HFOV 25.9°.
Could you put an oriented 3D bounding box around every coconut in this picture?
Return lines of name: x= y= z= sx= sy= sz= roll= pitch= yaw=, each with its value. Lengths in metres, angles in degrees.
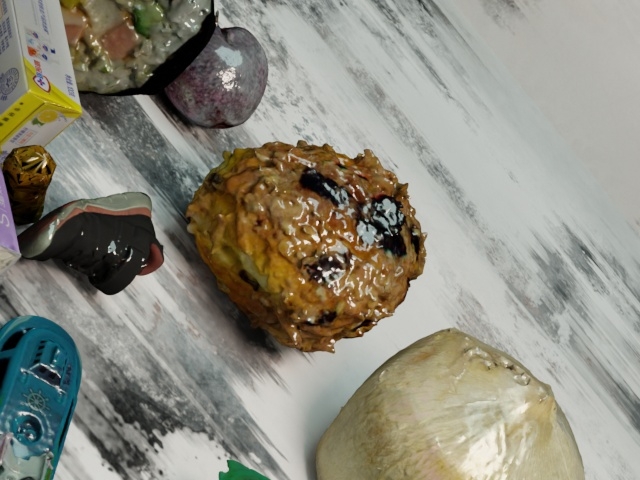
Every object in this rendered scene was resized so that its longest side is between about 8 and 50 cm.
coconut: x=0.218 y=0.322 z=2.108 sx=0.404 sy=0.404 sz=0.404 roll=35 pitch=34 yaw=-28

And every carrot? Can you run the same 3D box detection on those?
carrot: x=-0.392 y=-0.073 z=1.855 sx=0.069 sy=0.228 sz=0.069 roll=4 pitch=73 yaw=-14

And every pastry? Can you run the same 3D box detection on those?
pastry: x=-0.002 y=0.011 z=2.205 sx=0.405 sy=0.292 sz=0.337 roll=7 pitch=53 yaw=-46

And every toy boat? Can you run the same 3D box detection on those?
toy boat: x=-0.352 y=0.196 z=1.726 sx=0.134 sy=0.092 sz=0.299 roll=34 pitch=35 yaw=-23

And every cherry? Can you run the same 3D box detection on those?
cherry: x=-0.184 y=-0.283 z=2.392 sx=0.195 sy=0.195 sz=0.195 roll=35 pitch=34 yaw=-28

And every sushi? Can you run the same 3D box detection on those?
sushi: x=-0.323 y=-0.423 z=2.207 sx=0.329 sy=0.328 sz=0.285 roll=40 pitch=21 yaw=-19

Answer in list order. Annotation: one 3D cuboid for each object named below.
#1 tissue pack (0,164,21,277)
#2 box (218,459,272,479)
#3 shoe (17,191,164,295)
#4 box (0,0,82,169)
tissue pack: x=-0.529 y=-0.107 z=1.729 sx=0.242 sy=0.160 sz=0.338 roll=16 pitch=46 yaw=-47
box: x=-0.042 y=0.475 z=1.839 sx=0.337 sy=0.106 sz=0.264 roll=35 pitch=33 yaw=-27
shoe: x=-0.317 y=0.015 z=1.956 sx=0.291 sy=0.114 sz=0.137 roll=-11 pitch=72 yaw=-61
box: x=-0.447 y=-0.249 z=1.996 sx=0.097 sy=0.168 sz=0.265 roll=23 pitch=39 yaw=-46
